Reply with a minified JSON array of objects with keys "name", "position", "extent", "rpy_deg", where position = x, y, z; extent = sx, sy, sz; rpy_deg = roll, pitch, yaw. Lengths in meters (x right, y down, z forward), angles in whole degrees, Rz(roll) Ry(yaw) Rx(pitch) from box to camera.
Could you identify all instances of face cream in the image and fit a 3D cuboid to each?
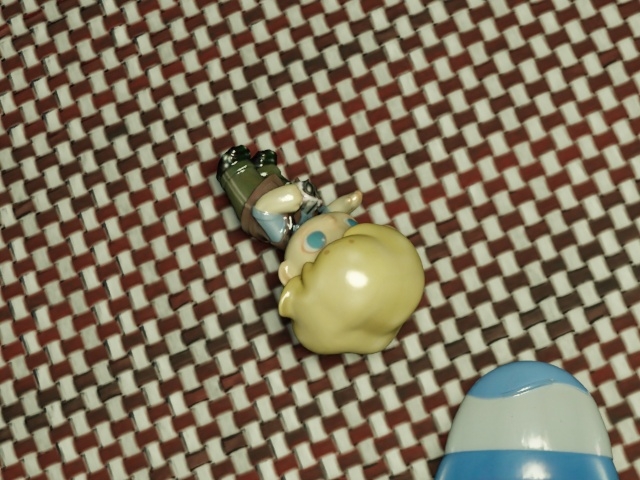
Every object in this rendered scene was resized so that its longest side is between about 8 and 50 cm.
[{"name":"face cream","position":[0.151,0.217,1.341],"extent":[0.149,0.083,0.264],"rpy_deg":[0,74,6]}]

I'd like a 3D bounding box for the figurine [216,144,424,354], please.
[{"name":"figurine","position":[0.000,0.000,1.425],"extent":[0.108,0.114,0.196],"rpy_deg":[-47,59,19]}]
